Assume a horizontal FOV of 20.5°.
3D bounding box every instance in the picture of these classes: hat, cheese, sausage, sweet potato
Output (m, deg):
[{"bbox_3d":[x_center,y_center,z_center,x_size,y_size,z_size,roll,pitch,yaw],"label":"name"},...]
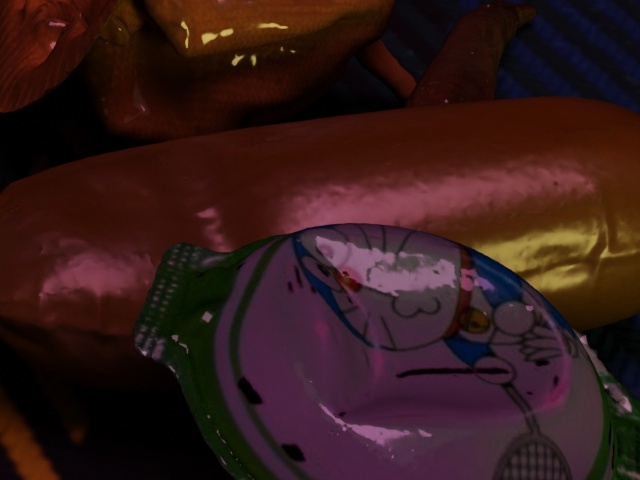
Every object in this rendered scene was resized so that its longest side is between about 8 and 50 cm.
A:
[{"bbox_3d":[-0.044,-0.126,0.987,0.233,0.244,0.234,25,63,-27],"label":"hat"},{"bbox_3d":[0.081,0.078,0.708,0.320,0.083,0.204,21,36,-3],"label":"cheese"},{"bbox_3d":[-0.001,0.003,0.838,0.353,0.116,0.134,-7,54,-14],"label":"sausage"},{"bbox_3d":[0.088,-0.101,1.037,0.050,0.050,0.214,16,38,9],"label":"sweet potato"}]
